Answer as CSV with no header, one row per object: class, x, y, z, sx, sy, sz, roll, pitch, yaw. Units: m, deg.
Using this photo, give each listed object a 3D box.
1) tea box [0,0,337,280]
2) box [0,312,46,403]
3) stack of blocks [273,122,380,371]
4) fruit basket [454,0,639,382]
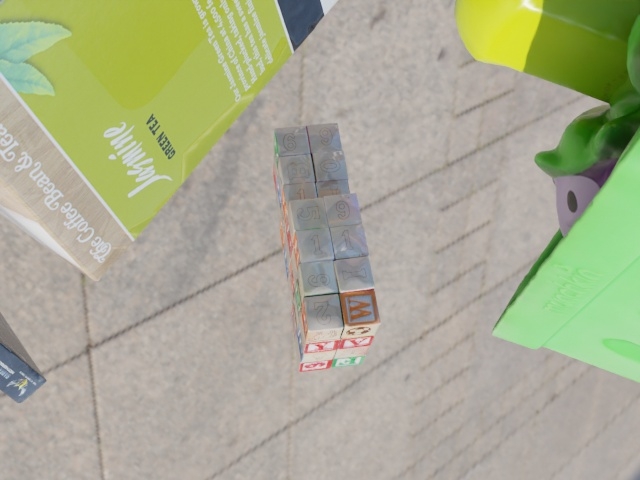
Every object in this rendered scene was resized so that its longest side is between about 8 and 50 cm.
tea box,-0.190,-0.214,0.621,0.323,0.329,0.220,-51,154,-15
box,-0.513,0.117,1.421,0.059,0.183,0.233,-40,143,-9
stack of blocks,0.000,0.000,1.264,0.087,0.297,0.171,-6,157,-8
fruit basket,0.178,-0.101,0.556,0.283,0.392,0.392,-53,146,-13
